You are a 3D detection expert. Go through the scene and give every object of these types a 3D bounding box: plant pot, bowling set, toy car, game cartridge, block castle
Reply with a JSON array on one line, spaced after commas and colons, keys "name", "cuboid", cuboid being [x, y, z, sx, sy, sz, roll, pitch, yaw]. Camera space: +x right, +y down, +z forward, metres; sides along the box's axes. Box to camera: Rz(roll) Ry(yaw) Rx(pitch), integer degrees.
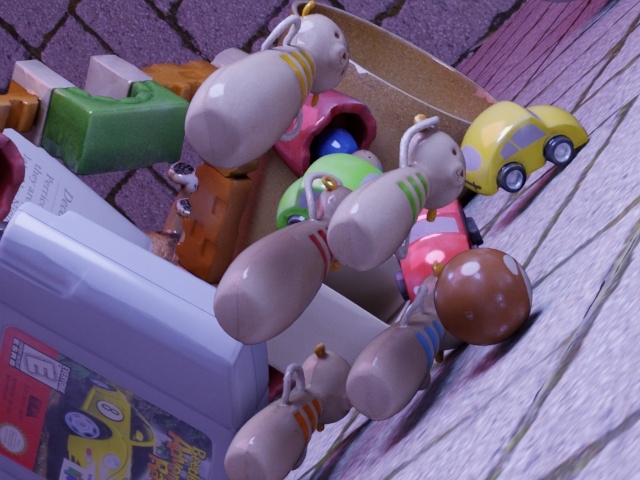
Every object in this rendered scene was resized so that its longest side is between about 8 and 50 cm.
[{"name": "plant pot", "cuboid": [0.022, -0.055, 1.794, 0.254, 0.237, 0.237, -62, -1, 16]}, {"name": "bowling set", "cuboid": [0.045, 0.019, 1.122, 0.154, 0.200, 0.287, -43, -43, -53]}, {"name": "toy car", "cuboid": [0.056, -0.037, 1.406, 0.225, 0.053, 0.239, -1, 32, 36]}, {"name": "game cartridge", "cuboid": [-0.136, 0.119, 1.280, 0.294, 0.196, 0.060, 108, -171, -47]}, {"name": "block castle", "cuboid": [-0.172, 0.018, 1.553, 0.453, 0.213, 0.303, -9, -57, -45]}, {"name": "plant pot", "cuboid": [0.002, 0.055, 1.500, 0.096, 0.109, 0.109, -59, -3, 26]}]

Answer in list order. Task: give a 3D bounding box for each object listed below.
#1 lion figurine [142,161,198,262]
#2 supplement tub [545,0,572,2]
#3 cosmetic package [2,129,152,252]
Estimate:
[{"name": "lion figurine", "cuboid": [-0.095, 0.025, 2.276, 0.142, 0.392, 0.240, -114, 29, -49]}, {"name": "supplement tub", "cuboid": [0.316, -0.414, 2.097, 0.228, 0.228, 0.316, -48, 3, -32]}, {"name": "cosmetic package", "cuboid": [-0.429, 0.064, 1.816, 0.329, 0.393, 0.327, -18, 46, 33]}]
